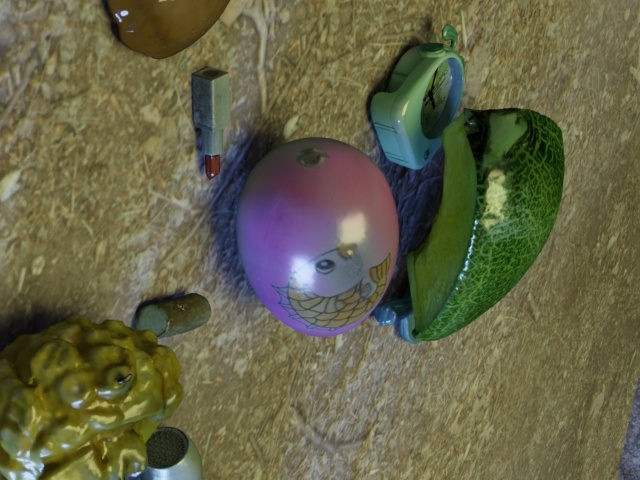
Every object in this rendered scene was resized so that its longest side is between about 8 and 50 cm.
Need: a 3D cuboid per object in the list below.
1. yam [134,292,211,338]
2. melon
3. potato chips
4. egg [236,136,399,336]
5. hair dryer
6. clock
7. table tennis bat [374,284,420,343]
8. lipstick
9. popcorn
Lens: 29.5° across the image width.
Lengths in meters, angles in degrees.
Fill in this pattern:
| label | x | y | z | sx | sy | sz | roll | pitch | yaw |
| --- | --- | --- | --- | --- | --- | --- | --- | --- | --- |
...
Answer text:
| label | x | y | z | sx | sy | sz | roll | pitch | yaw |
| --- | --- | --- | --- | --- | --- | --- | --- | --- | --- |
| yam | -0.165 | 0.086 | 1.367 | 0.094 | 0.043 | 0.043 | -11 | 117 | -58 |
| melon | 0.231 | -0.044 | 1.729 | 0.331 | 0.226 | 0.343 | -43 | 174 | -18 |
| potato chips | -0.124 | -0.275 | 1.186 | 0.208 | 0.062 | 0.195 | -45 | 141 | -32 |
| egg | 0.000 | 0.000 | 1.438 | 0.196 | 0.196 | 0.271 | -56 | 153 | -22 |
| hair dryer | -0.198 | 0.361 | 1.422 | 0.206 | 0.075 | 0.237 | 83 | 24 | -49 |
| clock | 0.145 | -0.203 | 1.683 | 0.188 | 0.060 | 0.148 | -56 | 148 | -23 |
| table tennis bat | 0.149 | 0.099 | 1.914 | 0.237 | 0.038 | 0.149 | -14 | 120 | -61 |
| lipstick | -0.118 | -0.123 | 1.323 | 0.030 | 0.030 | 0.129 | -36 | 137 | -45 |
| popcorn | -0.230 | 0.173 | 1.183 | 0.218 | 0.169 | 0.189 | 13 | 96 | -54 |
